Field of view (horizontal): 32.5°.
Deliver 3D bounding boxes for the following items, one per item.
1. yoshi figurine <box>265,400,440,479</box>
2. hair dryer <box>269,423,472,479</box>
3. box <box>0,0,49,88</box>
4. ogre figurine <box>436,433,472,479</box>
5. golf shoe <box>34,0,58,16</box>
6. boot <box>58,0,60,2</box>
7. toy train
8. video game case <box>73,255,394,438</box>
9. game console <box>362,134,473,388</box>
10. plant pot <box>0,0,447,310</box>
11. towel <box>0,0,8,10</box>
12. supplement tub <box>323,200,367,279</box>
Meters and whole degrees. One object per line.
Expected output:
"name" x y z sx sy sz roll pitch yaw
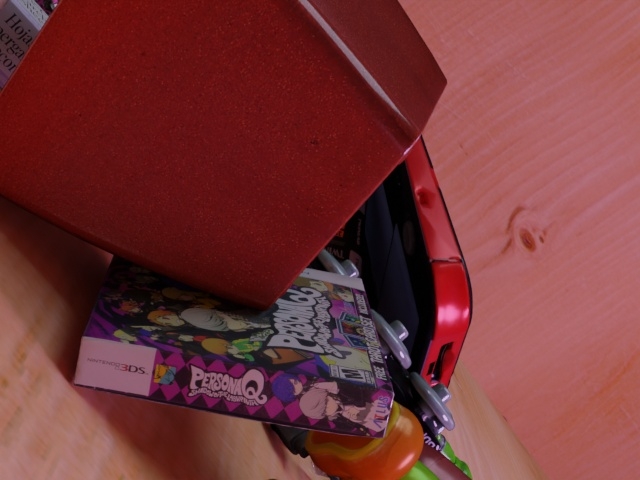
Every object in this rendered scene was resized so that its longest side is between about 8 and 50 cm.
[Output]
"yoshi figurine" 0.104 0.299 0.801 0.362 0.203 0.203 54 23 -20
"hair dryer" 0.097 0.241 0.994 0.293 0.080 0.223 27 -15 50
"box" -0.219 -0.117 1.017 0.324 0.063 0.067 50 8 -33
"ogre figurine" 0.157 0.319 1.310 0.118 0.097 0.197 41 13 -46
"golf shoe" -0.299 -0.250 1.092 0.186 0.067 0.086 57 6 19
"boot" -0.290 -0.281 1.272 0.190 0.069 0.086 57 5 5
"toy train" 0.023 0.124 1.226 0.334 0.142 0.190 53 -2 -13
"video game case" -0.062 0.063 0.820 0.210 0.042 0.232 11 17 -6
"game console" 0.099 0.043 1.410 0.387 0.060 0.342 98 -19 -55
"plant pot" -0.056 -0.111 0.822 0.235 0.267 0.267 39 25 -4
"towel" -0.302 -0.266 0.653 0.332 0.053 0.317 49 42 -28
"supplement tub" 0.000 0.000 1.431 0.117 0.117 0.191 44 44 -54
